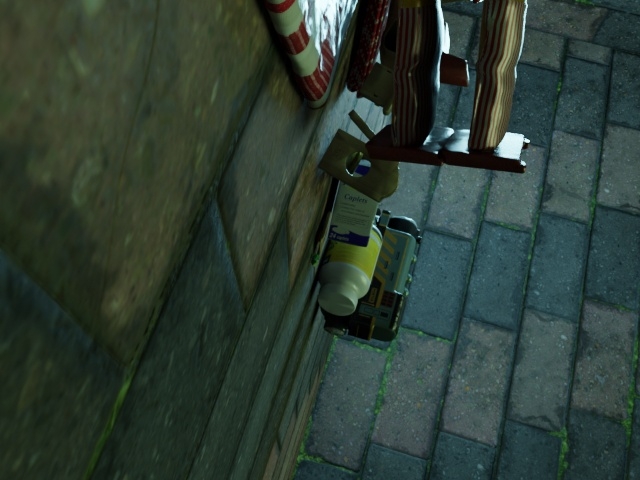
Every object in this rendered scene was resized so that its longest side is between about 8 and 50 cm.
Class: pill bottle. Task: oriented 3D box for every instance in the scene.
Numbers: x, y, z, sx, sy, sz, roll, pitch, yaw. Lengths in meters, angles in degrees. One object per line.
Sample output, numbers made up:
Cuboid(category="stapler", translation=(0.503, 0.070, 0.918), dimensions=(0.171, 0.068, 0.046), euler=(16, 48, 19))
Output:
Cuboid(category="pill bottle", translation=(0.055, 0.052, 1.242), dimensions=(0.103, 0.103, 0.184), euler=(98, 9, -50))

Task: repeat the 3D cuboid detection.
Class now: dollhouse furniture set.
Cuboid(category="dollhouse furniture set", translation=(0.089, -0.142, 0.889), dimensions=(0.161, 0.101, 0.182), euler=(-60, 175, 6))
Cuboid(category="dollhouse furniture set", translation=(0.168, -0.226, 0.702), dimensions=(0.374, 0.152, 0.202), euler=(-51, 145, -60))

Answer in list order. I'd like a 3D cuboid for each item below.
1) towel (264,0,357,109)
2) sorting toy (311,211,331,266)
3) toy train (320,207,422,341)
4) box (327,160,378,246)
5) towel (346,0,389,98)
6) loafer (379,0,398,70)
Cuboid(category="towel", translation=(0.017, -0.245, 0.456), dimensions=(0.329, 0.037, 0.237), euler=(36, 70, -84))
Cuboid(category="sorting toy", translation=(0.000, 0.000, 1.038), dimensions=(0.062, 0.012, 0.083), euler=(103, 3, -57))
Cuboid(category="toy train", translation=(0.116, 0.074, 1.450), dimensions=(0.142, 0.190, 0.334), euler=(95, 13, -63))
Cuboid(category="box", translation=(0.064, -0.077, 1.085), dimensions=(0.126, 0.072, 0.137), euler=(-78, 180, -70))
Cuboid(category="towel", translation=(0.088, -0.356, 0.851), dimensions=(0.199, 0.031, 0.275), euler=(-71, 175, -46))
Cuboid(category="loafer", translation=(0.105, -0.264, 0.857), dimensions=(0.148, 0.056, 0.050), euler=(85, 19, -53))
